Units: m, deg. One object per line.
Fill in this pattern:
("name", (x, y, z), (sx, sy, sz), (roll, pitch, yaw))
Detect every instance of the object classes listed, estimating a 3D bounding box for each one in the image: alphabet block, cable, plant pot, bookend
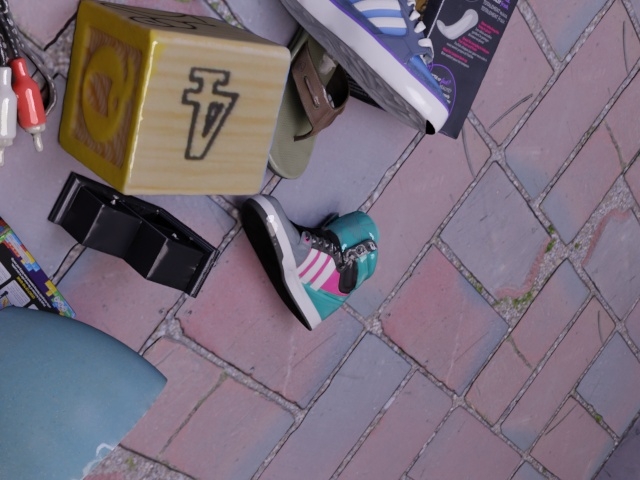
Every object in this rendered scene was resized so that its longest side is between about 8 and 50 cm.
("alphabet block", (-0.182, -0.173, 1.126), (0.197, 0.192, 0.193), (-2, 112, -40))
("cable", (-0.353, -0.228, 1.028), (0.139, 0.072, 0.287), (-16, 123, -41))
("plant pot", (-0.355, 0.193, 1.083), (0.290, 0.290, 0.195), (-43, 98, -15))
("bookend", (-0.242, -0.007, 1.189), (0.157, 0.156, 0.072), (23, 97, -45))

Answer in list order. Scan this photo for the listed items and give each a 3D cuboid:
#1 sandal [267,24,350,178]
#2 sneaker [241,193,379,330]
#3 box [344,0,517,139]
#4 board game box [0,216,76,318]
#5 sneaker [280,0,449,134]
("sandal", (-0.003, -0.230, 1.322), (0.120, 0.086, 0.303), (15, 102, -45))
("sneaker", (0.000, 0.000, 1.425), (0.178, 0.124, 0.295), (-37, 141, -13))
("box", (0.166, -0.314, 1.383), (0.165, 0.143, 0.270), (14, 103, -47))
("board game box", (-0.413, 0.076, 1.163), (0.141, 0.048, 0.170), (-38, 133, -16))
("sneaker", (0.113, -0.326, 1.226), (0.236, 0.323, 0.130), (-44, 169, -5))
